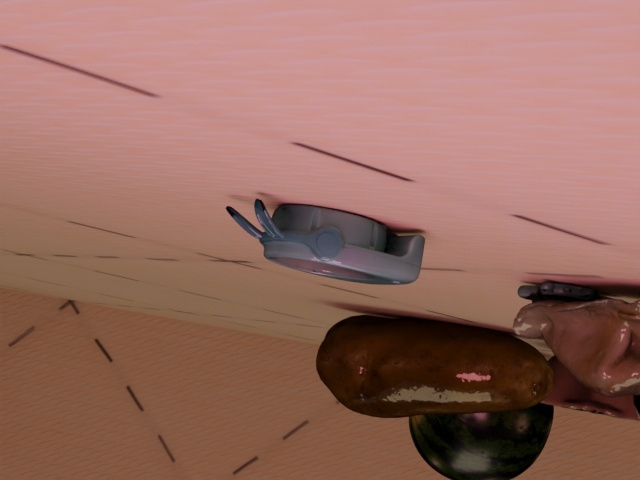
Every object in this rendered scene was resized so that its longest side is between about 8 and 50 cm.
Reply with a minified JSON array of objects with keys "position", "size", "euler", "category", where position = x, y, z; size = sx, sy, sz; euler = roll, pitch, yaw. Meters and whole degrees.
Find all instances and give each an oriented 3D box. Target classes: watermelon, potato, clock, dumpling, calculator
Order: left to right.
[{"position":[0.000,0.001,0.970],"size":[0.147,0.045,0.108],"euler":[15,171,-27],"category":"clock"},{"position":[0.163,0.193,1.836],"size":[0.369,0.176,0.195],"euler":[2,142,32],"category":"potato"},{"position":[0.284,0.307,2.180],"size":[0.269,0.269,0.269],"euler":[10,173,1],"category":"watermelon"},{"position":[0.235,0.057,1.170],"size":[0.094,0.019,0.141],"euler":[9,171,13],"category":"calculator"},{"position":[0.323,0.095,1.050],"size":[0.332,0.086,0.166],"euler":[1,170,17],"category":"dumpling"}]

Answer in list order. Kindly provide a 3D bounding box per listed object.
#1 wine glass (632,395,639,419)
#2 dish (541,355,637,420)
[{"position":[0.484,0.213,1.661],"size":[0.111,0.111,0.204],"euler":[7,174,25],"category":"wine glass"},{"position":[0.429,0.220,1.895],"size":[0.213,0.090,0.213],"euler":[10,176,1],"category":"dish"}]
